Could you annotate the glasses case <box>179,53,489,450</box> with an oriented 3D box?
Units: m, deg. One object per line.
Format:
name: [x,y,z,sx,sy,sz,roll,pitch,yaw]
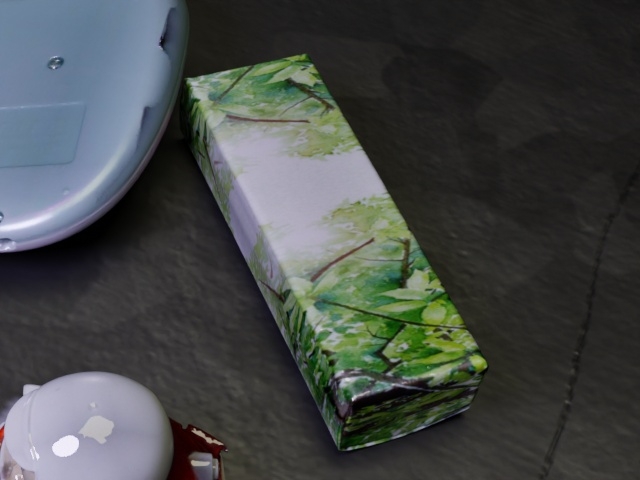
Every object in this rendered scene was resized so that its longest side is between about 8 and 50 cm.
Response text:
glasses case: [0.000,0.000,0.961,0.095,0.062,0.272,-13,55,-20]

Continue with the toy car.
toy car: [-0.116,0.119,0.809,0.139,0.112,0.112,0,50,-9]

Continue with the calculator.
calculator: [-0.182,-0.113,1.008,0.186,0.041,0.298,-2,51,12]
